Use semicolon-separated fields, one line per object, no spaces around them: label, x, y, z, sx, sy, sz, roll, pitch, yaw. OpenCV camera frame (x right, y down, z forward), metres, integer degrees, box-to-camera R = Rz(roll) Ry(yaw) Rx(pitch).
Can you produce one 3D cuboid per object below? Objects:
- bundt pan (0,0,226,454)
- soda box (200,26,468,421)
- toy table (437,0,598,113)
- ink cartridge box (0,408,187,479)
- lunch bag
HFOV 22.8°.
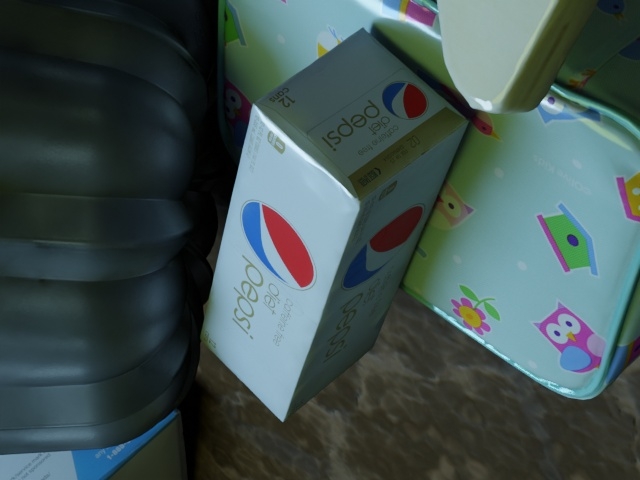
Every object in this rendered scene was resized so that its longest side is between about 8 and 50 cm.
bundt pan;-0.122;-0.029;0.909;0.124;0.331;0.331;6;134;0
soda box;0.000;0.000;0.771;0.069;0.074;0.216;43;150;16
toy table;0.076;-0.189;0.585;0.161;0.252;0.274;48;138;31
ink cartridge box;-0.271;0.161;1.282;0.270;0.198;0.197;39;153;22
lunch bag;0.070;-0.063;0.793;0.279;0.108;0.224;37;148;26
